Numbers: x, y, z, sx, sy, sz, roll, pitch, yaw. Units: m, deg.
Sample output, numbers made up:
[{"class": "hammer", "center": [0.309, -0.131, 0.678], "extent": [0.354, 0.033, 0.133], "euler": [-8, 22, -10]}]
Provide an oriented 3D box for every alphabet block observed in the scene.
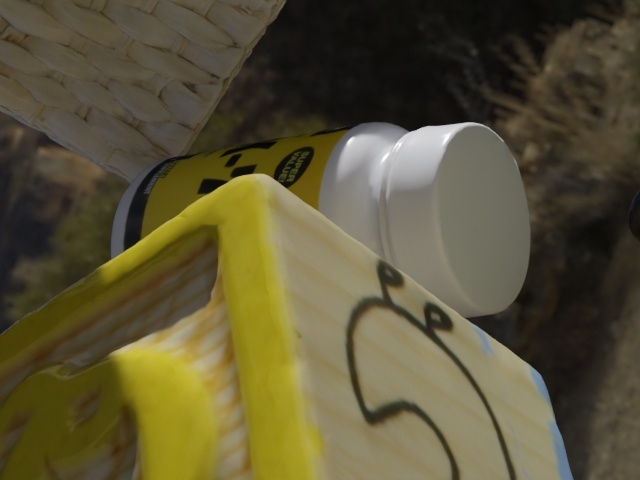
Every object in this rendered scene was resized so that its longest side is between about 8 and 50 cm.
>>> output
[{"class": "alphabet block", "center": [-0.022, 0.127, 0.659], "extent": [0.193, 0.197, 0.192], "euler": [-33, 47, 23]}]

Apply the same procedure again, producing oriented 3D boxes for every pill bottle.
[{"class": "pill bottle", "center": [0.000, 0.000, 0.933], "extent": [0.208, 0.119, 0.119], "euler": [-8, 53, 34]}]

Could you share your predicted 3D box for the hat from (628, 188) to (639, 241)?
[{"class": "hat", "center": [0.353, -0.112, 1.200], "extent": [0.331, 0.331, 0.134], "euler": [118, 144, -48]}]

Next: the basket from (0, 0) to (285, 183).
[{"class": "basket", "center": [-0.145, -0.256, 1.153], "extent": [0.328, 0.331, 0.266], "euler": [-55, 11, 21]}]
